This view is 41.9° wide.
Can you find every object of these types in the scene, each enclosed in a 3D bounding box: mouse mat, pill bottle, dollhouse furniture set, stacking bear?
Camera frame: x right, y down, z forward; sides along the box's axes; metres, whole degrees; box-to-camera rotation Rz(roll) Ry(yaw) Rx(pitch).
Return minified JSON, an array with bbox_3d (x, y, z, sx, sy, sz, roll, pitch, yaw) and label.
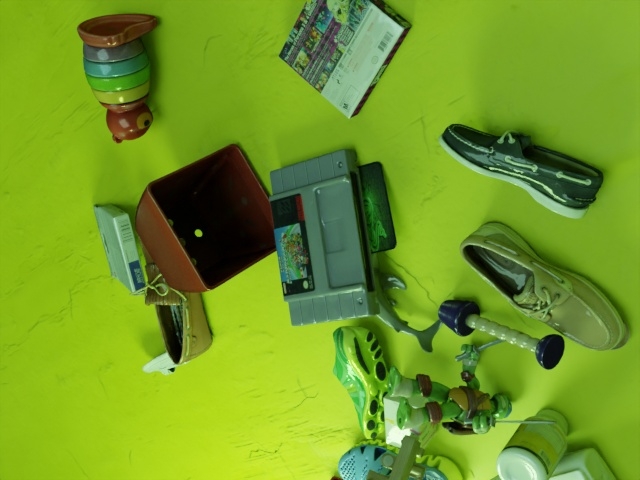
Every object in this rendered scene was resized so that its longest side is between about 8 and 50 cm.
[{"bbox_3d":[0.086,-0.063,1.787,0.153,0.007,0.189,-13,87,39],"label":"mouse mat"},{"bbox_3d":[0.432,0.417,1.676,0.103,0.184,0.103,15,119,30],"label":"pill bottle"},{"bbox_3d":[0.147,0.494,1.824,0.123,0.144,0.151,14,162,28],"label":"dollhouse furniture set"},{"bbox_3d":[-0.471,-0.375,1.986,0.164,0.175,0.289,15,126,28],"label":"stacking bear"}]

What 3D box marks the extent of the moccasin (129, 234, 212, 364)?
[{"bbox_3d":[-0.399,0.140,2.169,0.139,0.147,0.380,4,113,35],"label":"moccasin"}]

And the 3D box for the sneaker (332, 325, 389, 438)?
[{"bbox_3d":[0.102,0.322,1.942,0.123,0.109,0.295,21,129,57],"label":"sneaker"}]

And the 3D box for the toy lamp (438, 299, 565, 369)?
[{"bbox_3d":[0.349,0.180,1.664,0.275,0.080,0.080,21,124,49],"label":"toy lamp"}]

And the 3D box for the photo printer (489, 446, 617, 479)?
[{"bbox_3d":[0.499,0.588,1.758,0.307,0.107,0.256,-34,89,41],"label":"photo printer"}]

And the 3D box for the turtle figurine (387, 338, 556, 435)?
[{"bbox_3d":[0.288,0.296,1.698,0.274,0.266,0.197,126,143,-67],"label":"turtle figurine"}]

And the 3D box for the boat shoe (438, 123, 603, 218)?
[{"bbox_3d":[0.364,-0.151,1.519,0.302,0.114,0.091,26,125,9],"label":"boat shoe"}]

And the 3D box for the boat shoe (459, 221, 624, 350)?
[{"bbox_3d":[0.411,0.101,1.585,0.341,0.110,0.121,38,126,20],"label":"boat shoe"}]

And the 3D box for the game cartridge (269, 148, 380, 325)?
[{"bbox_3d":[0.000,0.000,1.806,0.230,0.068,0.355,-12,83,35],"label":"game cartridge"}]

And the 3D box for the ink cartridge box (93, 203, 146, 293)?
[{"bbox_3d":[-0.542,0.016,2.259,0.224,0.045,0.223,22,127,59],"label":"ink cartridge box"}]

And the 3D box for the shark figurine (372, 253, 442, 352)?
[{"bbox_3d":[0.129,0.145,1.819,0.278,0.116,0.166,54,132,5],"label":"shark figurine"}]

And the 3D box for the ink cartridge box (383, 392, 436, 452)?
[{"bbox_3d":[0.205,0.405,1.895,0.090,0.092,0.143,9,117,31],"label":"ink cartridge box"}]

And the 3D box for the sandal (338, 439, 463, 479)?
[{"bbox_3d":[0.166,0.559,1.967,0.317,0.138,0.126,-3,111,38],"label":"sandal"}]

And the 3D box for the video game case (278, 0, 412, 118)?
[{"bbox_3d":[0.043,-0.398,1.672,0.210,0.042,0.232,42,129,12],"label":"video game case"}]

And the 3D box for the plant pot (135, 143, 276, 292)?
[{"bbox_3d":[-0.278,-0.026,1.952,0.236,0.267,0.267,-29,92,53],"label":"plant pot"}]

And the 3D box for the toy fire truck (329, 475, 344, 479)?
[{"bbox_3d":[0.091,0.705,2.145,0.192,0.047,0.135,23,121,25],"label":"toy fire truck"}]

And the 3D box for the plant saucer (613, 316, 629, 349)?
[{"bbox_3d":[0.547,0.168,1.589,0.083,0.015,0.083,16,119,31],"label":"plant saucer"}]

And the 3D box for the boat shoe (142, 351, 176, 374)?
[{"bbox_3d":[-0.430,0.346,2.349,0.184,0.066,0.063,-29,91,31],"label":"boat shoe"}]
